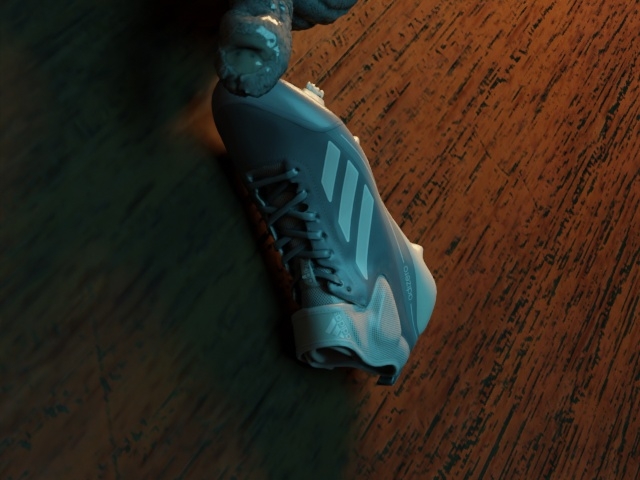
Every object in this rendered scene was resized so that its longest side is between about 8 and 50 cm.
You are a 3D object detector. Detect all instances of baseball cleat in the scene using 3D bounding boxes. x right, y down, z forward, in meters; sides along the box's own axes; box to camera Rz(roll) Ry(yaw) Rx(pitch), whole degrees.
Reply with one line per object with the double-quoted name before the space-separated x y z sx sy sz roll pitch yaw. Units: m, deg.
"baseball cleat" 0.000 0.000 0.918 0.206 0.072 0.109 49 44 -28

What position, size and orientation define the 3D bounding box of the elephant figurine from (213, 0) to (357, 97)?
"elephant figurine" -0.017 -0.190 0.926 0.186 0.169 0.239 -9 86 -25
